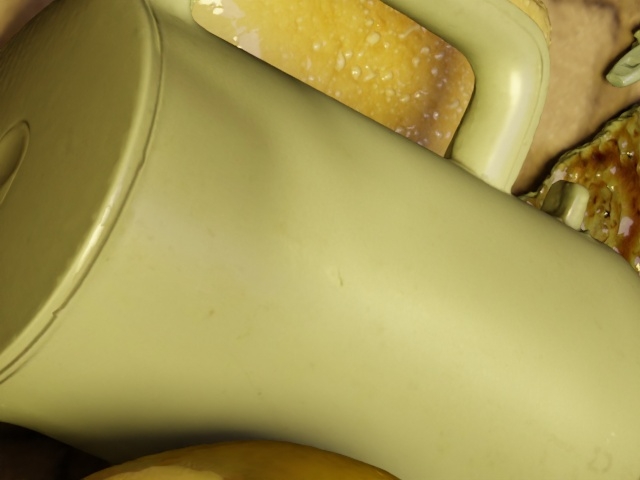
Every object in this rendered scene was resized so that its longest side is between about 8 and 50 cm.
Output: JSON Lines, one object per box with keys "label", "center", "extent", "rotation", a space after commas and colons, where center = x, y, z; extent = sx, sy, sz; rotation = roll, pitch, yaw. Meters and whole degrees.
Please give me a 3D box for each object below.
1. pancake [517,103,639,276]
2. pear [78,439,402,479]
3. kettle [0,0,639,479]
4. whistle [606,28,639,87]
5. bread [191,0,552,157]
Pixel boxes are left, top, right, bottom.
{"label": "pancake", "center": [0.185, 0.025, 1.042], "extent": [0.197, 0.054, 0.376], "rotation": [30, 76, -33]}
{"label": "pear", "center": [-0.038, 0.225, 0.689], "extent": [0.285, 0.336, 0.284], "rotation": [3, 69, -8]}
{"label": "kettle", "center": [0.001, 0.012, 0.798], "extent": [0.318, 0.205, 0.265], "rotation": [27, 119, -31]}
{"label": "whistle", "center": [0.212, -0.121, 1.059], "extent": [0.100, 0.035, 0.035], "rotation": [-35, 113, -27]}
{"label": "bread", "center": [0.033, -0.103, 0.929], "extent": [0.251, 0.039, 0.181], "rotation": [-16, 103, -34]}
